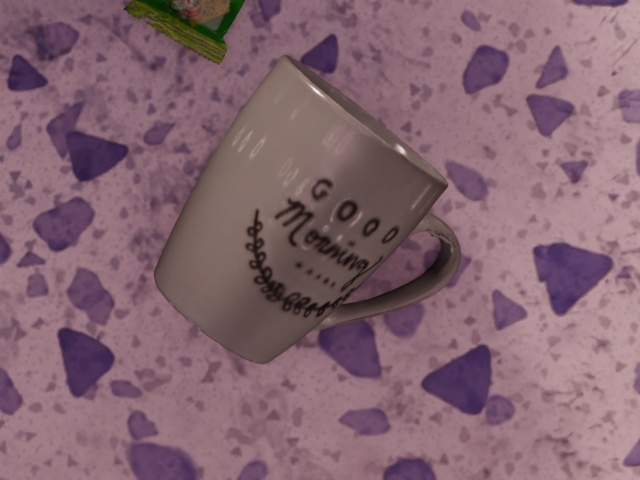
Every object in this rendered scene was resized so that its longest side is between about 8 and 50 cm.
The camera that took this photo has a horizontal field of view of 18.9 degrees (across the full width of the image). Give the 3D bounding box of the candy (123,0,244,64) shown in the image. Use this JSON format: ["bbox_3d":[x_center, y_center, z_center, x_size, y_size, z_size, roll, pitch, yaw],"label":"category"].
[{"bbox_3d":[-0.095,-0.264,1.784,0.102,0.032,0.178,29,90,1],"label":"candy"}]

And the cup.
[{"bbox_3d":[0.000,0.000,1.727,0.258,0.186,0.234,33,99,-26],"label":"cup"}]
